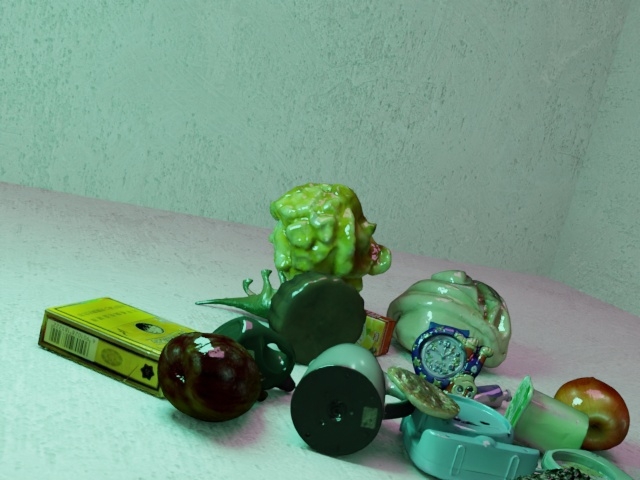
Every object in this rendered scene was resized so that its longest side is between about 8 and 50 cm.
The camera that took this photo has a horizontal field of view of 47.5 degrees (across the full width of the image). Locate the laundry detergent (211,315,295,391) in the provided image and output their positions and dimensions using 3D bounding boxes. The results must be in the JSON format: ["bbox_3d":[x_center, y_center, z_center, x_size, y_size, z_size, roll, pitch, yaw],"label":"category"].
[{"bbox_3d":[-0.115,0.237,1.433,0.222,0.144,0.078,39,27,-35],"label":"laundry detergent"}]

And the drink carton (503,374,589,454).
[{"bbox_3d":[0.461,0.377,1.496,0.142,0.146,0.144,23,11,9],"label":"drink carton"}]

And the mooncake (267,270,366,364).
[{"bbox_3d":[-0.013,0.179,1.720,0.228,0.228,0.124,10,9,-24],"label":"mooncake"}]

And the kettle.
[{"bbox_3d":[0.070,0.286,1.357,0.221,0.161,0.236,9,5,7],"label":"kettle"}]

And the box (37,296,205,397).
[{"bbox_3d":[-0.375,0.203,1.449,0.301,0.084,0.193,17,10,20],"label":"box"}]

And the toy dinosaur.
[{"bbox_3d":[-0.098,0.220,1.931,0.447,0.301,0.087,-14,-21,3],"label":"toy dinosaur"}]

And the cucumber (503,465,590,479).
[{"bbox_3d":[0.292,0.413,1.126,0.359,0.096,0.096,8,11,-39],"label":"cucumber"}]

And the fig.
[{"bbox_3d":[-0.169,0.258,1.306,0.170,0.145,0.274,-5,-26,29],"label":"fig"}]

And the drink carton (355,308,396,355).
[{"bbox_3d":[0.083,0.226,1.962,0.223,0.096,0.071,19,9,30],"label":"drink carton"}]

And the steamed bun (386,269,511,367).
[{"bbox_3d":[0.372,0.207,2.046,0.352,0.247,0.339,15,9,-20],"label":"steamed bun"}]

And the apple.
[{"bbox_3d":[0.589,0.377,1.593,0.163,0.163,0.139,15,25,7],"label":"apple"}]

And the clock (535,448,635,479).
[{"bbox_3d":[0.476,0.440,1.340,0.188,0.060,0.148,10,10,-20],"label":"clock"}]

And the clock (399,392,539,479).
[{"bbox_3d":[0.264,0.365,1.381,0.223,0.094,0.274,13,10,-12],"label":"clock"}]

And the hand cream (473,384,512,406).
[{"bbox_3d":[0.380,0.366,1.720,0.142,0.053,0.084,2,11,-6],"label":"hand cream"}]

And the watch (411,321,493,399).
[{"bbox_3d":[0.286,0.287,1.673,0.171,0.196,0.200,22,-8,9],"label":"watch"}]

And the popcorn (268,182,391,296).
[{"bbox_3d":[0.003,0.005,1.867,0.279,0.274,0.335,51,-8,40],"label":"popcorn"}]

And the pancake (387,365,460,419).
[{"bbox_3d":[0.186,0.276,1.332,0.151,0.025,0.151,29,12,-7],"label":"pancake"}]
